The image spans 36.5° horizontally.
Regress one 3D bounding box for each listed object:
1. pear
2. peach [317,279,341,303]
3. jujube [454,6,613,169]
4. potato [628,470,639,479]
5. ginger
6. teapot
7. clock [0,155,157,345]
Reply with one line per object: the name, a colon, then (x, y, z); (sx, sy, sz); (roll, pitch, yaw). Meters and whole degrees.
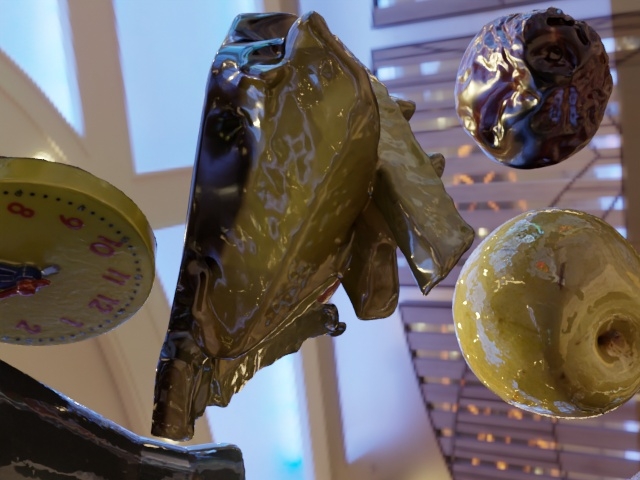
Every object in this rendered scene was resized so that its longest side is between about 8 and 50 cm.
pear: (0.345, 0.107, 1.406); (0.309, 0.309, 0.309); (1, -91, -54)
peach: (-0.047, 0.000, 1.221); (0.197, 0.197, 0.197); (1, -91, -54)
jujube: (0.224, -0.164, 1.016); (0.236, 0.168, 0.168); (80, -165, -81)
potato: (0.444, 0.371, 1.288); (0.137, 0.137, 0.176); (-18, -59, -53)
ginger: (0.000, 0.000, 0.832); (0.413, 0.211, 0.358); (89, -167, -86)
teapot: (-0.263, 0.267, 0.955); (0.344, 0.300, 0.253); (17, -74, -18)
clock: (-0.324, 0.029, 1.065); (0.293, 0.277, 0.071); (20, -138, -29)
